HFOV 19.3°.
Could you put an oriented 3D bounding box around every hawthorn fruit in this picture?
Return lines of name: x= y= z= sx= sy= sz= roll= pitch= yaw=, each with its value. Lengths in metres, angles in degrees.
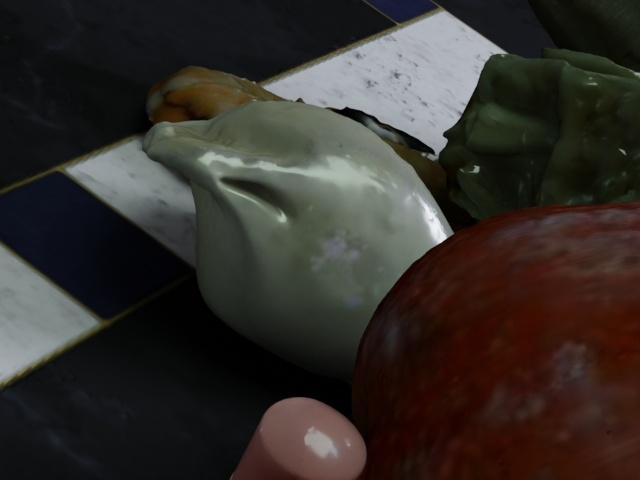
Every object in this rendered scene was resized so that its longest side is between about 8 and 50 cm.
hawthorn fruit: x=0.139 y=0.110 z=0.858 sx=0.284 sy=0.284 sz=0.284 roll=24 pitch=26 yaw=-13

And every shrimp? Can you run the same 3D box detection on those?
shrimp: x=0.016 y=-0.052 z=1.244 sx=0.287 sy=0.063 sz=0.152 roll=17 pitch=17 yaw=-24

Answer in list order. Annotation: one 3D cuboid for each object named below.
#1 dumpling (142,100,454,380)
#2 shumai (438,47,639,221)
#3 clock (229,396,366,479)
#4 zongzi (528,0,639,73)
dumpling: x=0.000 y=0.000 z=1.061 sx=0.252 sy=0.131 sz=0.179 roll=33 pitch=1 yaw=-21
shumai: x=0.182 y=0.016 z=1.154 sx=0.222 sy=0.261 sz=0.225 roll=2 pitch=-2 yaw=42
clock: x=-0.016 y=0.203 z=0.668 sx=0.227 sy=0.142 sz=0.241 roll=38 pitch=36 yaw=16
zongzi: x=0.255 y=-0.104 z=1.344 sx=0.392 sy=0.174 sz=0.356 roll=27 pitch=-9 yaw=-1
